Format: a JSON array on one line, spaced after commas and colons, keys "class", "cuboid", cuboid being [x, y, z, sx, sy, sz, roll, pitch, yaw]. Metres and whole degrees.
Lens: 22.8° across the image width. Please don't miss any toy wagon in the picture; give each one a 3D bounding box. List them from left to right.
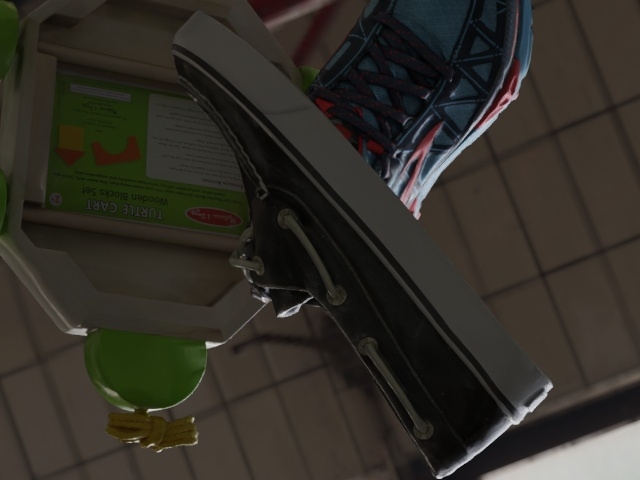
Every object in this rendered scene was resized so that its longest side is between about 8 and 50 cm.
[{"class": "toy wagon", "cuboid": [-0.123, -0.023, 1.122, 0.267, 0.344, 0.068, 9, 165, -28]}]

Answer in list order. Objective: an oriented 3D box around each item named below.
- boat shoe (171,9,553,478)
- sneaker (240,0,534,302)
[{"class": "boat shoe", "cuboid": [0.000, 0.000, 0.659, 0.070, 0.219, 0.078, -40, 170, 0]}, {"class": "sneaker", "cuboid": [0.036, -0.064, 0.922, 0.262, 0.104, 0.125, -63, 167, 21]}]
